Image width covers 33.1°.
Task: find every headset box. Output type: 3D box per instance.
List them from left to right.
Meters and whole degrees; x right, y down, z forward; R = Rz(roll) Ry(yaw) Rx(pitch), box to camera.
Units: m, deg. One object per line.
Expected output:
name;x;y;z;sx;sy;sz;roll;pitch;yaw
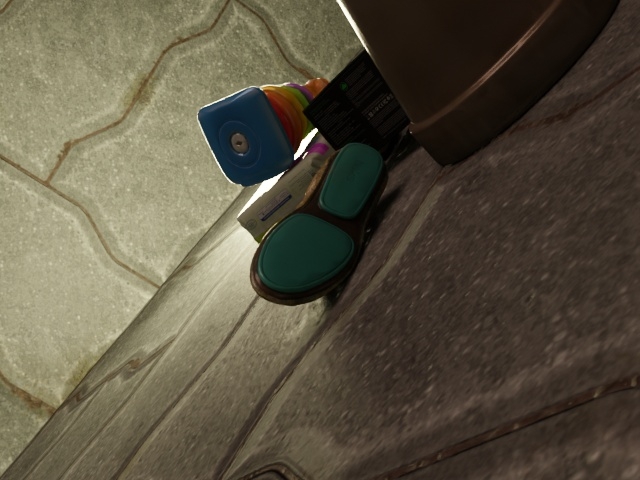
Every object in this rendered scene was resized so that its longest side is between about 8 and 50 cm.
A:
headset box;0.148;-0.279;1.740;0.246;0.131;0.283;-38;4;45

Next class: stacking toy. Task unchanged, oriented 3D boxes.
stacking toy;-0.068;-0.235;2.011;0.175;0.166;0.302;-16;16;39

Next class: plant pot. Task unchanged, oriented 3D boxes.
plant pot;0.173;-0.309;1.395;0.323;0.280;0.323;-44;10;10

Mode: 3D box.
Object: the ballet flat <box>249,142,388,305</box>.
ballet flat;0.000;0.000;1.454;0.123;0.123;0.349;-39;13;42

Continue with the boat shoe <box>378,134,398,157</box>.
boat shoe;0.082;-0.202;1.907;0.095;0.095;0.257;-43;11;26

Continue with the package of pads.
package of pads;-0.017;-0.125;2.023;0.229;0.101;0.296;-39;12;36
